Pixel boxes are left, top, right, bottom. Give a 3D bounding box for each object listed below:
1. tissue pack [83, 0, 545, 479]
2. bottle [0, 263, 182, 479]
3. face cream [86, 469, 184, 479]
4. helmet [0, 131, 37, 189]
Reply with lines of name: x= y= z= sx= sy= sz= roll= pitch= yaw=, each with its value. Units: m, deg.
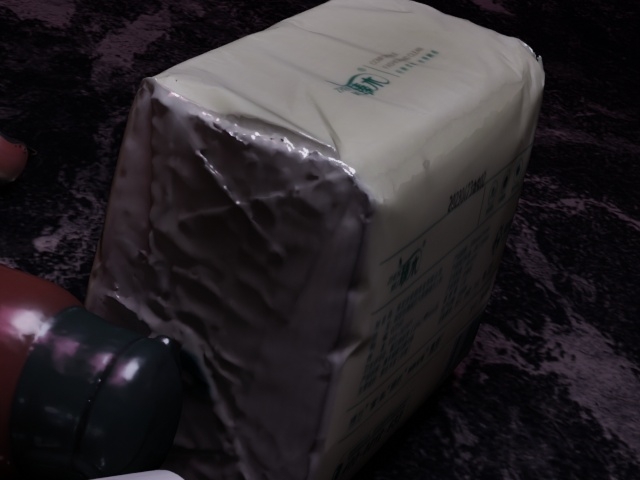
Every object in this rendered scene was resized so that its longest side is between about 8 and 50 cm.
tissue pack: x=0.000 y=0.000 z=1.370 sx=0.207 sy=0.297 sz=0.380 roll=21 pitch=23 yaw=17
bottle: x=-0.249 y=0.069 z=1.222 sx=0.336 sy=0.144 sz=0.144 roll=15 pitch=22 yaw=19
face cream: x=-0.224 y=0.197 z=1.036 sx=0.345 sy=0.102 sz=0.102 roll=-4 pitch=28 yaw=-37
helmet: x=-0.293 y=-0.067 z=1.677 sx=0.065 sy=0.049 sz=0.084 roll=-9 pitch=-23 yaw=36
